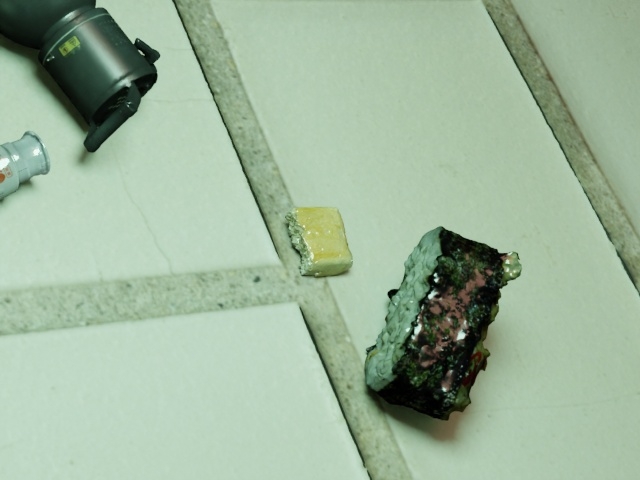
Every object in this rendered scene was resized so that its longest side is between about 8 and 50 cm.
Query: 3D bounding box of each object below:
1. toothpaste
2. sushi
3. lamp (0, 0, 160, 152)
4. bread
[{"bbox_3d":[-0.391,-0.048,1.741,0.234,0.057,0.089,-28,69,-31],"label":"toothpaste"},{"bbox_3d":[0.130,0.098,1.875,0.115,0.147,0.212,28,62,-16],"label":"sushi"},{"bbox_3d":[-0.267,-0.222,1.908,0.227,0.147,0.172,52,23,4],"label":"lamp"},{"bbox_3d":[0.000,0.000,1.939,0.070,0.035,0.083,-5,64,-33],"label":"bread"}]
